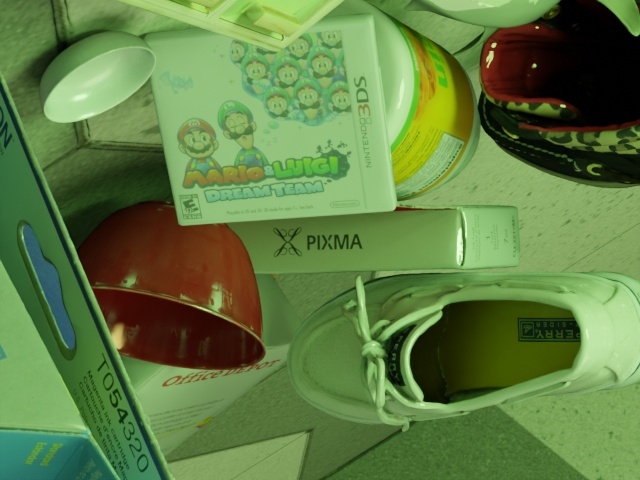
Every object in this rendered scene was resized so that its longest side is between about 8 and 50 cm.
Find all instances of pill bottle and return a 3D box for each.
[{"bbox_3d":[0.042,-0.102,1.274,0.136,0.136,0.246,-36,164,16],"label":"pill bottle"}]

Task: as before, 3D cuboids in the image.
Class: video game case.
[{"bbox_3d":[-0.033,-0.081,1.129,0.157,0.143,0.019,-4,-152,10],"label":"video game case"}]

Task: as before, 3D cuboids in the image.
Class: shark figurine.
[{"bbox_3d":[0.099,-0.168,1.123,0.278,0.166,0.116,-17,160,-41],"label":"shark figurine"}]

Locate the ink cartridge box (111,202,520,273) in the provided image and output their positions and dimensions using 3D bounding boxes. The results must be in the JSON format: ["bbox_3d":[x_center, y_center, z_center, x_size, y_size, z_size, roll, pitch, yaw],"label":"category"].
[{"bbox_3d":[0.000,0.000,1.405,0.275,0.060,0.239,-1,-179,29],"label":"ink cartridge box"}]

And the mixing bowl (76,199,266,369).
[{"bbox_3d":[-0.125,0.030,1.330,0.181,0.098,0.181,10,158,4],"label":"mixing bowl"}]

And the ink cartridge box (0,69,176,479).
[{"bbox_3d":[-0.194,0.087,1.064,0.071,0.324,0.330,-8,154,-39],"label":"ink cartridge box"}]

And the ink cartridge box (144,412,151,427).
[{"bbox_3d":[-0.226,0.149,1.330,0.093,0.154,0.212,-30,123,10],"label":"ink cartridge box"}]

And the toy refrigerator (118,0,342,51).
[{"bbox_3d":[-0.064,-0.182,0.913,0.102,0.094,0.269,-37,164,19],"label":"toy refrigerator"}]

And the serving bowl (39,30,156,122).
[{"bbox_3d":[-0.151,-0.113,1.087,0.083,0.027,0.083,-28,163,-9],"label":"serving bowl"}]

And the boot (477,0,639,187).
[{"bbox_3d":[0.225,-0.117,1.312,0.284,0.377,0.138,12,93,-47],"label":"boot"}]

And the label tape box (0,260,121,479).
[{"bbox_3d":[-0.250,0.088,0.952,0.106,0.333,0.240,-20,161,-34],"label":"label tape box"}]

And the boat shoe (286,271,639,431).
[{"bbox_3d":[0.084,0.093,1.344,0.367,0.135,0.156,-5,178,41],"label":"boat shoe"}]

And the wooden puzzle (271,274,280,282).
[{"bbox_3d":[-0.069,0.046,1.750,0.078,0.014,0.116,-28,164,-13],"label":"wooden puzzle"}]

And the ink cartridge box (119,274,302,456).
[{"bbox_3d":[-0.196,0.136,1.577,0.306,0.131,0.226,-41,161,28],"label":"ink cartridge box"}]
